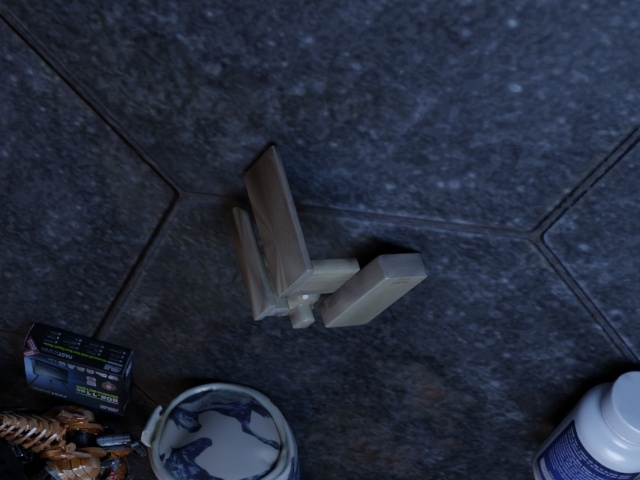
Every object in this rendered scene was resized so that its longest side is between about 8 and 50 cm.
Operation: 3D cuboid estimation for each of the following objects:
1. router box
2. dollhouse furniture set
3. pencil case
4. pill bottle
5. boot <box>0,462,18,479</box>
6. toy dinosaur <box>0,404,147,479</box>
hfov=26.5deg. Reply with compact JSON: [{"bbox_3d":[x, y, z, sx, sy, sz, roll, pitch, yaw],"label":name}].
[{"bbox_3d":[-0.277,0.149,1.557,0.122,0.038,0.092,15,143,4],"label":"router box"},{"bbox_3d":[0.000,0.000,1.269,0.151,0.123,0.144,-3,155,-34],"label":"dollhouse furniture set"},{"bbox_3d":[-0.108,0.329,1.613,0.183,0.160,0.410,2,141,4],"label":"pencil case"},{"bbox_3d":[0.284,0.199,1.344,0.094,0.094,0.169,21,143,-3],"label":"pill bottle"},{"bbox_3d":[-0.312,0.530,1.816,0.445,0.146,0.367,26,120,15],"label":"boot"},{"bbox_3d":[-0.323,0.242,1.589,0.218,0.164,0.322,-12,137,3],"label":"toy dinosaur"}]
